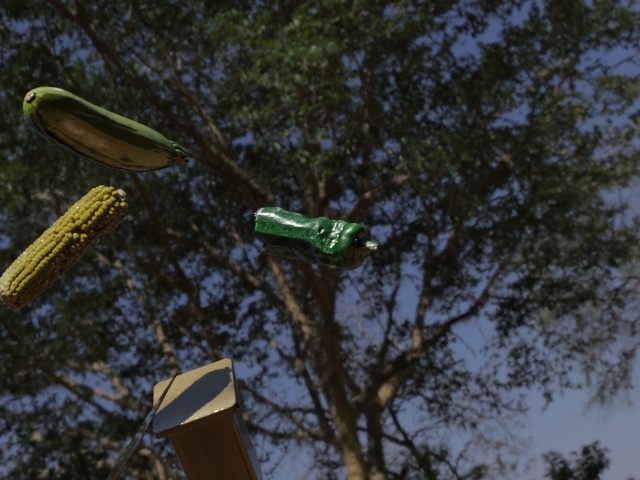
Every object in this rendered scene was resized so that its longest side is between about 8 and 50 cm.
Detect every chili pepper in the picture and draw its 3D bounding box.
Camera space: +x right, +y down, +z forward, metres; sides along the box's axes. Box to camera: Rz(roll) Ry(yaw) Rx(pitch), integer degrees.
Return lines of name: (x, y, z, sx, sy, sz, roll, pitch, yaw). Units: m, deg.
chili pepper: (0.000, 0.000, 1.653, 0.270, 0.099, 0.136, 6, -53, 25)

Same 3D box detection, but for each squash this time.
squash: (-0.337, -0.162, 1.265, 0.094, 0.094, 0.341, -36, -28, 22)

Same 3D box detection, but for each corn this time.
corn: (-0.494, 0.005, 1.521, 0.320, 0.097, 0.097, -49, -16, -28)

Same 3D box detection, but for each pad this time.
pad: (-0.372, 0.414, 1.482, 0.004, 0.220, 0.330, 32, -64, -6)

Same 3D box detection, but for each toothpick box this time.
toothpick box: (-0.236, 0.460, 1.757, 0.190, 0.187, 0.308, -18, -64, -4)
